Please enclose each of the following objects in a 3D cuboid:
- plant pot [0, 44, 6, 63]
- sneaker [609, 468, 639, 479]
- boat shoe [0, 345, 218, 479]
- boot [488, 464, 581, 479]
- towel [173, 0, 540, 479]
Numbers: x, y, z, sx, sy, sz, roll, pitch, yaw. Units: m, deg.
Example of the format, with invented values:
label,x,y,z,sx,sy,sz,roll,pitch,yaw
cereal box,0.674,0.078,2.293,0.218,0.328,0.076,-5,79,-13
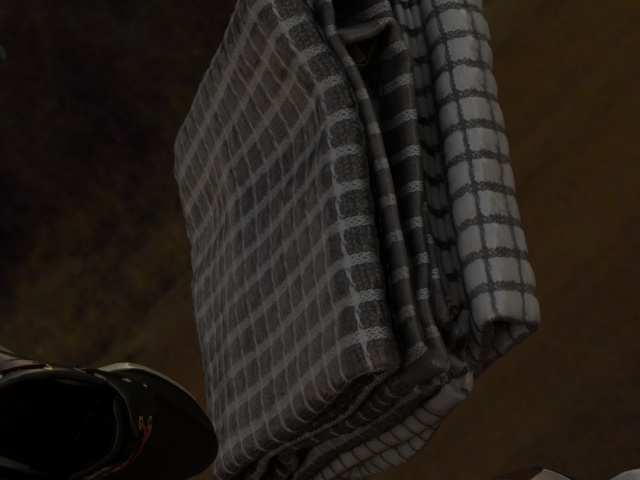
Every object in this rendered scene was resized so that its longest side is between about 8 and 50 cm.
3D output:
label,x,y,z,sx,sy,sz,roll,pitch,yaw
plant pot,-0.353,-0.184,1.016,0.165,0.165,0.234,-36,-27,-5
sneaker,0.245,0.250,0.983,0.090,0.232,0.115,-26,16,19
boat shoe,-0.080,0.065,0.519,0.042,0.133,0.049,30,94,40
boot,0.093,0.131,0.491,0.106,0.082,0.219,-13,10,-35
towel,0.000,0.000,0.840,0.283,0.121,0.235,127,140,-61
